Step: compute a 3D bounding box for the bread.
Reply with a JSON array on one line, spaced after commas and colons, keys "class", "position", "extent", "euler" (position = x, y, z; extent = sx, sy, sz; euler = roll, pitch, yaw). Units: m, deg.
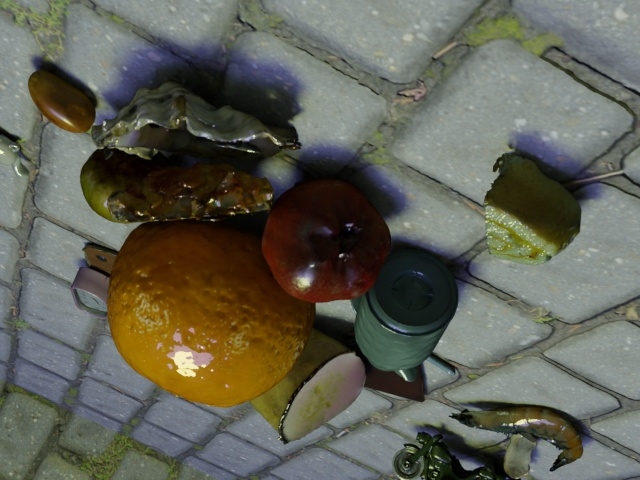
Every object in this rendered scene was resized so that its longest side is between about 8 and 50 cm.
[{"class": "bread", "position": [0.261, -0.030, 1.160], "extent": [0.110, 0.103, 0.156], "euler": [17, 160, 24]}]

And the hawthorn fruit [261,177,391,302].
[{"class": "hawthorn fruit", "position": [0.000, 0.000, 1.365], "extent": [0.185, 0.185, 0.202], "euler": [31, 170, -16]}]

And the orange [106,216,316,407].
[{"class": "orange", "position": [-0.180, 0.114, 1.521], "extent": [0.341, 0.293, 0.340], "euler": [22, -179, 0]}]

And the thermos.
[{"class": "thermos", "position": [0.115, 0.123, 1.534], "extent": [0.182, 0.145, 0.286], "euler": [51, 160, 16]}]

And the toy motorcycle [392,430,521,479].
[{"class": "toy motorcycle", "position": [0.309, 0.516, 2.130], "extent": [0.275, 0.127, 0.205], "euler": [20, 177, 15]}]

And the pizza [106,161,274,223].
[{"class": "pizza", "position": [-0.163, -0.070, 1.330], "extent": [0.229, 0.081, 0.289], "euler": [0, -176, 29]}]

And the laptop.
[{"class": "laptop", "position": [0.134, 0.261, 1.898], "extent": [0.154, 0.026, 0.207], "euler": [12, 153, 18]}]

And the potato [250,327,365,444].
[{"class": "potato", "position": [-0.079, 0.241, 1.860], "extent": [0.266, 0.229, 0.229], "euler": [37, 164, 32]}]

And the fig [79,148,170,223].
[{"class": "fig", "position": [-0.294, -0.088, 1.460], "extent": [0.153, 0.136, 0.121], "euler": [14, 141, -38]}]

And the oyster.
[{"class": "oyster", "position": [-0.185, -0.160, 1.291], "extent": [0.355, 0.107, 0.201], "euler": [0, 179, 27]}]

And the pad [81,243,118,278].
[{"class": "pad", "position": [-0.353, 0.112, 2.014], "extent": [0.287, 0.018, 0.284], "euler": [18, 153, 7]}]

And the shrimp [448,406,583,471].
[{"class": "shrimp", "position": [0.392, 0.397, 1.878], "extent": [0.262, 0.051, 0.198], "euler": [-5, 131, 34]}]

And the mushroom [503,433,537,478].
[{"class": "mushroom", "position": [0.419, 0.443, 1.991], "extent": [0.059, 0.054, 0.202], "euler": [10, 146, 12]}]

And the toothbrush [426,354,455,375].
[{"class": "toothbrush", "position": [0.162, 0.195, 1.754], "extent": [0.219, 0.019, 0.016], "euler": [32, 148, -17]}]

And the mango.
[{"class": "mango", "position": [-0.382, -0.203, 1.393], "extent": [0.080, 0.060, 0.114], "euler": [16, 160, 50]}]

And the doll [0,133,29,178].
[{"class": "doll", "position": [-0.568, -0.157, 1.628], "extent": [0.113, 0.071, 0.135], "euler": [10, 147, 8]}]

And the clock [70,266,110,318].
[{"class": "clock", "position": [-0.476, 0.120, 2.042], "extent": [0.110, 0.050, 0.152], "euler": [20, 154, 4]}]
